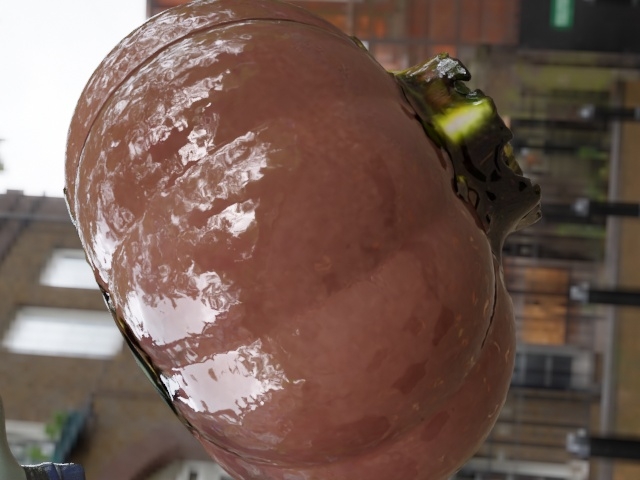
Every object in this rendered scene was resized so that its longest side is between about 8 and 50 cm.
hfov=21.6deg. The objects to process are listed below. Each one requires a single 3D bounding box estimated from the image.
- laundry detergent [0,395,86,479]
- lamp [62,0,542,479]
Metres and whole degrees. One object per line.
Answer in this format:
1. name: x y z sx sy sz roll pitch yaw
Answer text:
1. laundry detergent: -0.346 0.221 1.463 0.105 0.280 0.215 152 106 -72
2. lamp: 0.000 0.000 0.927 0.305 0.239 0.305 57 178 4
